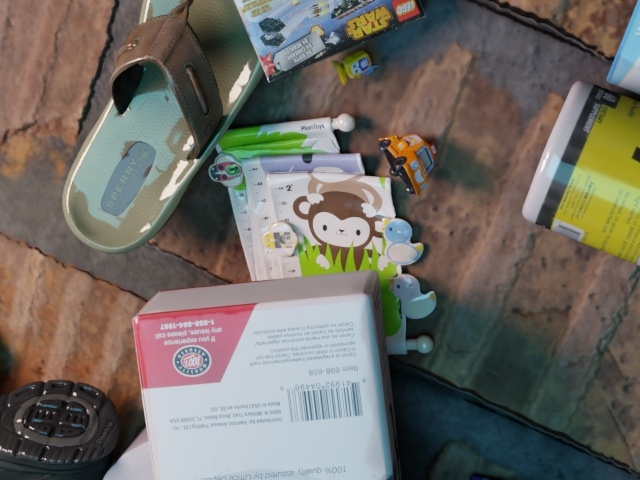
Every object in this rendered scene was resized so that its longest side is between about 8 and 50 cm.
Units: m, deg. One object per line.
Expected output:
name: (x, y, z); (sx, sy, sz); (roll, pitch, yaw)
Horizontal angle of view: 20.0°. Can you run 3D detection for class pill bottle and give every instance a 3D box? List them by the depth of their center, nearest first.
pill bottle: (0.271, -0.033, 1.397); (0.208, 0.119, 0.119); (22, 117, 7)

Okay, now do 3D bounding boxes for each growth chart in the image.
growth chart: (0.000, 0.000, 1.554); (0.172, 0.021, 0.237); (-11, 109, 20)

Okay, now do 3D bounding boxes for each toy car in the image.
toy car: (0.059, -0.099, 1.474); (0.040, 0.060, 0.122); (-30, 111, -6)

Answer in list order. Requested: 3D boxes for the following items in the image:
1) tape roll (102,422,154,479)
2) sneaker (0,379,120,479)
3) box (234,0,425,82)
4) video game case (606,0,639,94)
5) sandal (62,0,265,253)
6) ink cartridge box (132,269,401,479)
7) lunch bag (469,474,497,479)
tape roll: (-0.093, 0.257, 1.664); (0.219, 0.072, 0.219); (6, 114, 14)
sneaker: (-0.327, 0.188, 1.670); (0.286, 0.109, 0.130); (11, 143, 3)
box: (0.003, -0.195, 1.438); (0.137, 0.027, 0.094); (-22, 105, 2)
video game case: (0.318, -0.145, 1.392); (0.166, 0.015, 0.119); (22, 117, 8)
sandal: (-0.123, -0.119, 1.486); (0.120, 0.086, 0.303); (27, 103, 7)
ink cartridge box: (-0.035, 0.175, 1.519); (0.197, 0.114, 0.273); (-6, 99, 7)
lunch bag: (0.192, 0.340, 1.484); (0.221, 0.293, 0.138); (12, 115, 13)
